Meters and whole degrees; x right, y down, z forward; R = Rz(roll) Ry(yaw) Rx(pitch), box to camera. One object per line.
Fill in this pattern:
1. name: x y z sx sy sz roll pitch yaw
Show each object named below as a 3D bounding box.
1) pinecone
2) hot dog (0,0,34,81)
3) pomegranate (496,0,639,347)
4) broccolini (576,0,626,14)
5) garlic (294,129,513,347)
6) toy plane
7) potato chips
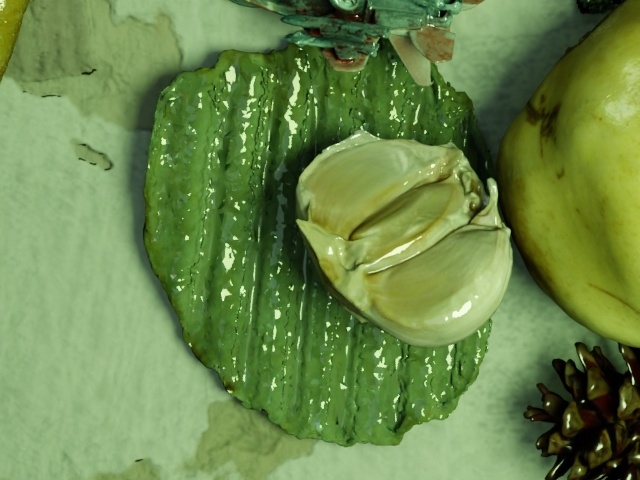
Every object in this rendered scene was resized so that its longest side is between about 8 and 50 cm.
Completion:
1. pinecone: 0.341 0.189 1.268 0.292 0.246 0.246 11 97 8
2. hot dog: -0.311 -0.269 1.305 0.061 0.088 0.285 16 100 -6
3. pomegranate: 0.328 -0.063 1.195 0.333 0.332 0.332 0 97 1
4. broccolini: 0.256 -0.311 1.297 0.074 0.058 0.201 -28 96 -3
5. garlic: 0.082 0.013 1.239 0.178 0.142 0.229 -30 53 -13
6. toy plane: -0.004 -0.245 1.271 0.326 0.223 0.104 21 136 14
7. potato chips: 0.000 0.000 1.336 0.359 0.070 0.429 2 97 -1
